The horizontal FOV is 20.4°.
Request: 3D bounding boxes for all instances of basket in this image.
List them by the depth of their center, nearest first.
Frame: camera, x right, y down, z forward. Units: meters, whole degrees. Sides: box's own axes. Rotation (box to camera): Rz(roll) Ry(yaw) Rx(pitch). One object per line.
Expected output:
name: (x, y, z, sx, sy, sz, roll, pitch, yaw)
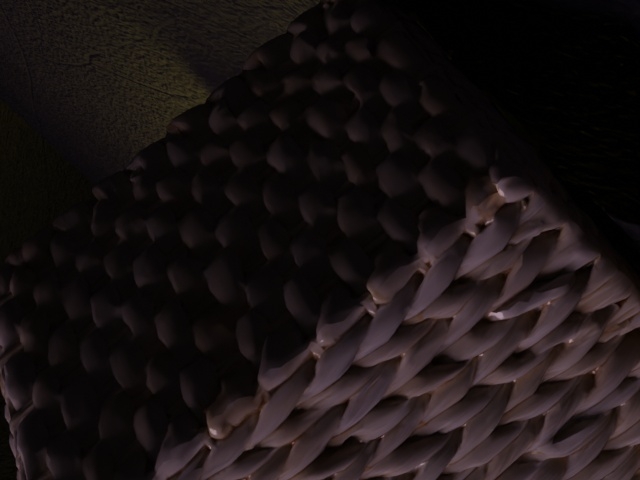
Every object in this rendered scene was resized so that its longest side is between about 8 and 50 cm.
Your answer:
basket: (0.022, 0.073, 0.983, 0.266, 0.328, 0.331, 47, -173, -28)
